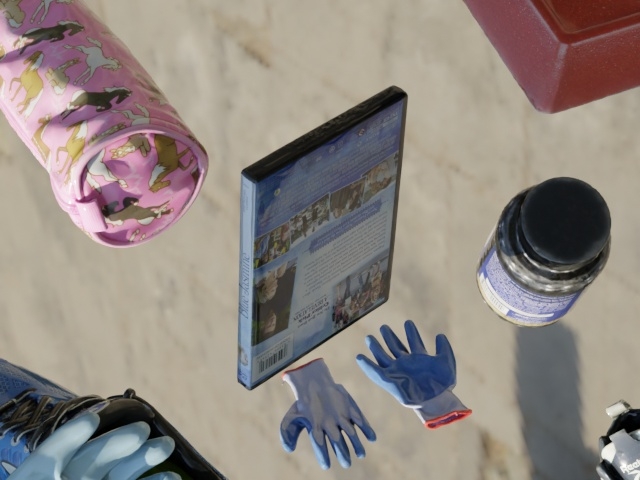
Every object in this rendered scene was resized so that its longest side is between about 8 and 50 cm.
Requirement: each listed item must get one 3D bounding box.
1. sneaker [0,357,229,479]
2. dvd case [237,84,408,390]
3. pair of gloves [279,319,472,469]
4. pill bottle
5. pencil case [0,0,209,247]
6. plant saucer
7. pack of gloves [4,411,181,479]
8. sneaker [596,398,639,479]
[{"bbox_3d":[-0.176,0.152,1.389,0.330,0.130,0.147,25,140,23],"label":"sneaker"},{"bbox_3d":[0.000,0.000,1.637,0.022,0.180,0.253,36,142,31],"label":"dvd case"},{"bbox_3d":[0.047,0.150,1.838,0.159,0.198,0.023,-121,15,-51],"label":"pair of gloves"},{"bbox_3d":[0.239,0.010,1.981,0.219,0.123,0.123,105,145,-73],"label":"pill bottle"},{"bbox_3d":[-0.273,-0.150,2.115,0.167,0.160,0.386,-54,44,11],"label":"pencil case"},{"bbox_3d":[0.240,-0.241,1.548,0.048,0.259,0.258,91,156,-52],"label":"plant saucer"},{"bbox_3d":[-0.151,0.214,1.058,0.195,0.232,0.046,57,172,-20],"label":"pack of gloves"},{"bbox_3d":[0.298,0.228,1.594,0.153,0.094,0.235,44,-153,-36],"label":"sneaker"}]
